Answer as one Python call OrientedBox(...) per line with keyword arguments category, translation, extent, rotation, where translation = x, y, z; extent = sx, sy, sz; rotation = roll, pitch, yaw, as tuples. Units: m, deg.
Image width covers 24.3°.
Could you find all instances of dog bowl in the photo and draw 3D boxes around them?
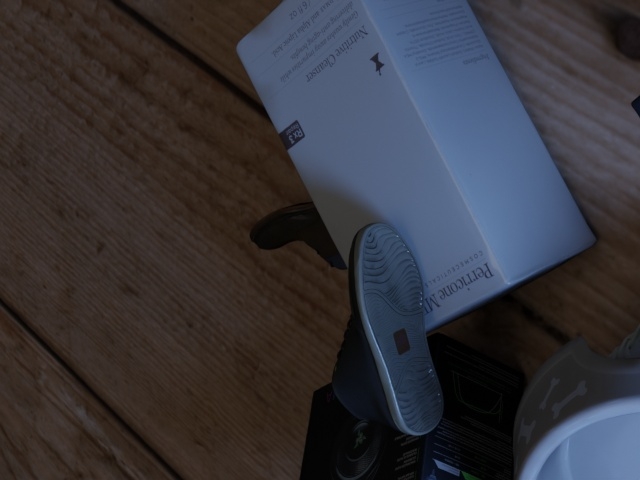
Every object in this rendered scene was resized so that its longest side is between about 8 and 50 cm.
OrientedBox(category="dog bowl", translation=(0.338, 0.237, 1.369), extent=(0.349, 0.102, 0.348), rotation=(11, 126, 15))

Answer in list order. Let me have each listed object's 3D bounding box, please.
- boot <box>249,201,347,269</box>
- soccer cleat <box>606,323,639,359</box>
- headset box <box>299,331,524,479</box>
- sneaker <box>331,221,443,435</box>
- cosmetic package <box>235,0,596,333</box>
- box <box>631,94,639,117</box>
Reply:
OrientedBox(category="boot", translation=(0.000, 0.000, 1.780), extent=(0.219, 0.082, 0.106), rotation=(-26, 81, 46))
OrientedBox(category="soccer cleat", translation=(0.312, 0.146, 1.460), extent=(0.143, 0.116, 0.331), rotation=(24, 122, 28))
OrientedBox(category="headset box", translation=(0.088, 0.282, 1.638), extent=(0.246, 0.131, 0.283), rotation=(-31, 41, 48))
OrientedBox(category="sneaker", translation=(0.047, 0.092, 1.537), extent=(0.118, 0.083, 0.222), rotation=(-2, 102, 54))
OrientedBox(category="cosmetic package", translation=(0.095, -0.104, 1.582), extent=(0.217, 0.156, 0.385), rotation=(-38, 76, 48))
OrientedBox(category="box", translation=(0.433, -0.042, 1.122), extent=(0.183, 0.296, 0.294), rotation=(-40, 73, 37))
